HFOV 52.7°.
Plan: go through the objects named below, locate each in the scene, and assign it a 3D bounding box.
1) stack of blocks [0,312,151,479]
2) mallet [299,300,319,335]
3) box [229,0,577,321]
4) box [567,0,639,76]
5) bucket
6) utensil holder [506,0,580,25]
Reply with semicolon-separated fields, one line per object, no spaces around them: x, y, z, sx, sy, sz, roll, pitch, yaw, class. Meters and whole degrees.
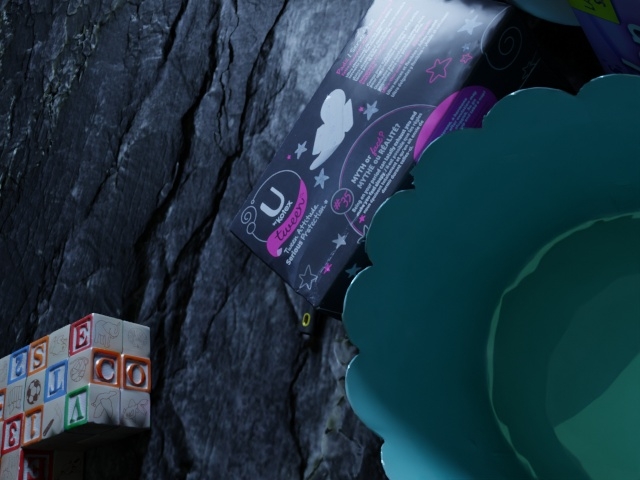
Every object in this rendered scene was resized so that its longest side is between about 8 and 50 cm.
-0.343;0.223;0.806;0.297;0.087;0.171;-25;58;29;stack of blocks
0.000;0.000;0.662;0.062;0.039;0.190;16;87;41;mallet
0.073;-0.057;0.539;0.142;0.163;0.247;39;98;45;box
0.284;-0.113;0.359;0.117;0.213;0.243;-52;49;9;box
0.174;0.057;0.399;0.281;0.183;0.281;-15;64;33;bucket
0.136;-0.395;0.503;0.327;0.327;0.385;-48;44;13;utensil holder
